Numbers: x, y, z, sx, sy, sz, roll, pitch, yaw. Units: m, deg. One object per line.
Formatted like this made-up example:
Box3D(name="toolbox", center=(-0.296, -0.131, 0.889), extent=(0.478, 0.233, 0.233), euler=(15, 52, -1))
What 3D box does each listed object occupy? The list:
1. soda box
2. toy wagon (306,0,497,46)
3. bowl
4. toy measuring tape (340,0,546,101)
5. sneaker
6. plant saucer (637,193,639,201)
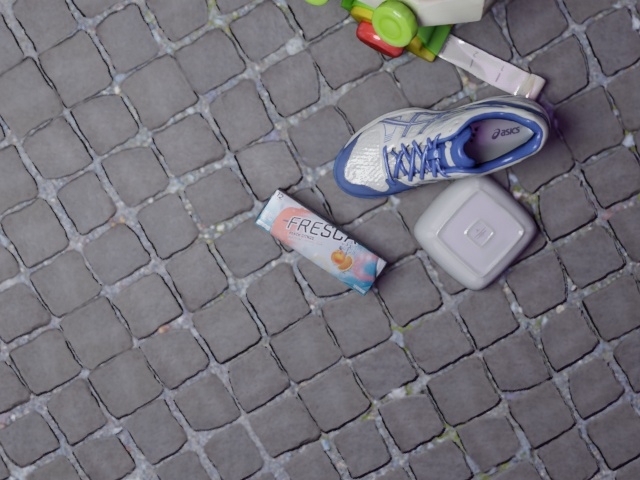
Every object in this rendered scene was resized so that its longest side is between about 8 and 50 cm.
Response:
Box3D(name="soda box", center=(0.000, 0.000, 1.269), extent=(0.183, 0.063, 0.058), euler=(33, 95, -4))
Box3D(name="toy wagon", center=(0.078, -0.385, 1.154), extent=(0.344, 0.068, 0.267), euler=(31, 61, 18))
Box3D(name="bowl", center=(0.216, -0.012, 1.275), extent=(0.142, 0.053, 0.142), euler=(43, 96, -4))
Box3D(name="toy measuring tape", center=(0.154, -0.272, 1.214), extent=(0.330, 0.121, 0.121), euler=(27, 96, -3))
Box3D(name="sneaker", center=(0.154, -0.126, 1.213), extent=(0.296, 0.131, 0.112), euler=(-17, 101, 11))
Box3D(name="plant saucer", center=(0.551, -0.034, 1.225), extent=(0.188, 0.188, 0.045), euler=(43, 67, -5))
